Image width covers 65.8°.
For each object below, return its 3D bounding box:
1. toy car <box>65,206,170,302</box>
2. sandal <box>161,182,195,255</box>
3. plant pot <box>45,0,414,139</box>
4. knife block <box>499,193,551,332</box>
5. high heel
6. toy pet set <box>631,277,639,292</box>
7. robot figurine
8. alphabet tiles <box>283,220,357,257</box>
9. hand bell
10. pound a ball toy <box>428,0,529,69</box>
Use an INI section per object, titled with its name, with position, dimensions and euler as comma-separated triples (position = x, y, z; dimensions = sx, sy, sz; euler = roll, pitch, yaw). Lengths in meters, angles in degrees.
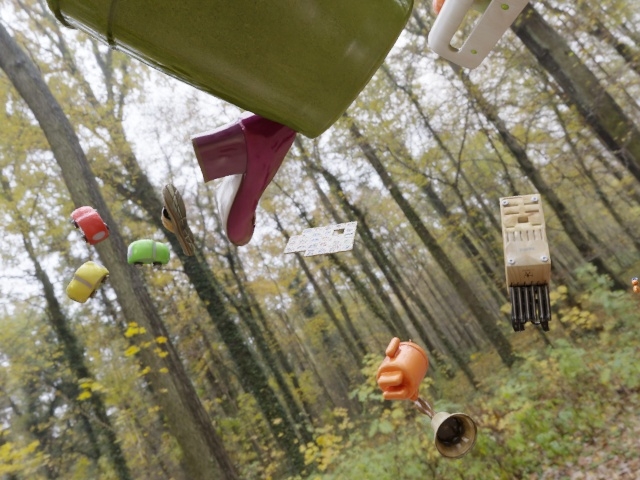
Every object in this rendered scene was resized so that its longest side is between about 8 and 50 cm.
[toy car]
position = -0.467, 0.024, 1.156
dimensions = 0.225, 0.239, 0.053
euler = 1, -23, -20
[sandal]
position = -0.343, -0.044, 1.162
dimensions = 0.049, 0.180, 0.072
euler = -10, 21, 9
[plant pot]
position = -0.081, -0.328, 0.648
dimensions = 0.366, 0.353, 0.366
euler = -51, 16, 20
[knife block]
position = 0.472, 0.065, 1.142
dimensions = 0.088, 0.275, 0.242
euler = -5, -36, 18
[high heel]
position = -0.113, -0.098, 0.932
dimensions = 0.181, 0.127, 0.377
euler = -18, -19, -8
[toy pet set]
position = 0.846, 0.100, 1.233
dimensions = 0.122, 0.065, 0.114
euler = -13, 27, 32
[robot figurine]
position = 0.247, 0.388, 1.477
dimensions = 0.219, 0.158, 0.128
euler = -35, -24, -56
[alphabet tiles]
position = 0.000, 0.000, 1.658
dimensions = 0.237, 0.009, 0.198
euler = -9, 27, 15
[hand bell]
position = 0.322, 0.500, 1.403
dimensions = 0.126, 0.126, 0.242
euler = -27, 12, -12
[pound a ball toy]
position = 0.284, -0.449, 0.844
dimensions = 0.208, 0.136, 0.319
euler = -62, -1, -4
